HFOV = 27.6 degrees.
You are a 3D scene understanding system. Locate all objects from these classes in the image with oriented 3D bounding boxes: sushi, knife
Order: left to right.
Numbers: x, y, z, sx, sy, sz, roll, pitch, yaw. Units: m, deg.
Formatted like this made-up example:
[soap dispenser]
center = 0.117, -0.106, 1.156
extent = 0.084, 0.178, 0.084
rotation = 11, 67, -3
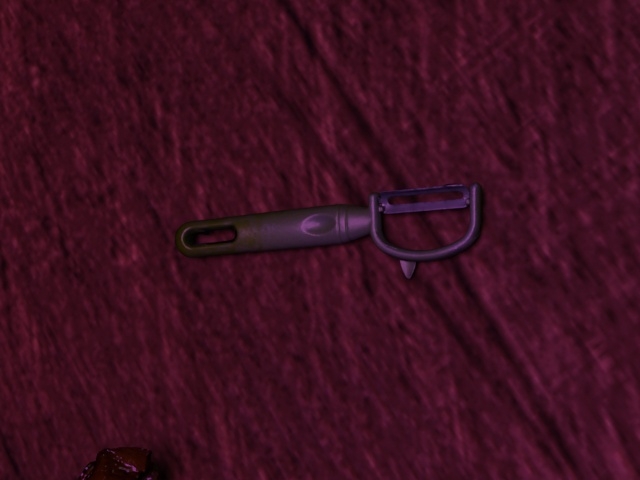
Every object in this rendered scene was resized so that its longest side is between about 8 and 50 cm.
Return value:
[sushi]
center = -0.135, 0.179, 0.820
extent = 0.055, 0.052, 0.120
rotation = 26, 92, 28
[knife]
center = 0.000, 0.000, 0.811
extent = 0.212, 0.015, 0.054
rotation = -4, 86, 25
